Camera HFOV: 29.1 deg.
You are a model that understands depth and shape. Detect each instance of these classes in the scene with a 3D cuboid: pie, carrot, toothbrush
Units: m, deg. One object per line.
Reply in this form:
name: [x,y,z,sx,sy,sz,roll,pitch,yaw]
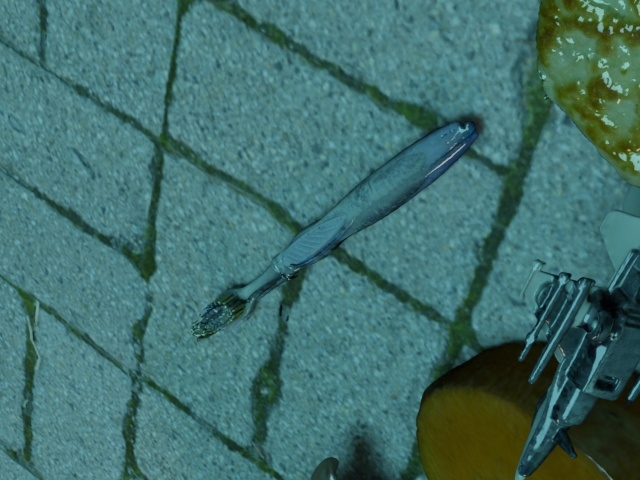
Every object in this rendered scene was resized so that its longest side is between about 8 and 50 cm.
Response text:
pie: [0.217,-0.123,0.715,0.179,0.084,0.205,33,134,19]
carrot: [0.204,0.213,0.973,0.307,0.100,0.258,44,141,22]
toothbrush: [0.000,0.000,1.039,0.035,0.042,0.413,52,137,0]

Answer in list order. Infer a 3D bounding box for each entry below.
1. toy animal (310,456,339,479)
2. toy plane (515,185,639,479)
toy animal: [0.038,0.339,1.125,0.165,0.149,0.248,-45,53,15]
toy plane: [0.190,0.076,0.826,0.082,0.160,0.234,43,117,64]
